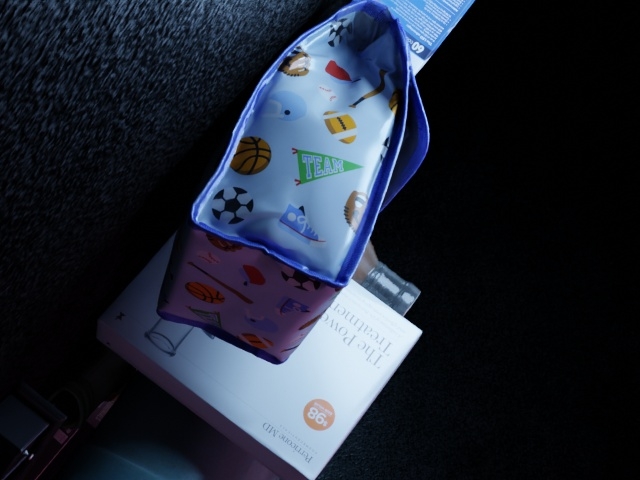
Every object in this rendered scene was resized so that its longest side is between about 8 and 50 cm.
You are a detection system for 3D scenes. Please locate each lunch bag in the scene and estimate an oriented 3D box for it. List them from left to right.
[{"bbox_3d":[-0.023,-0.078,1.614,0.328,0.239,0.385,126,-14,-62],"label":"lunch bag"}]

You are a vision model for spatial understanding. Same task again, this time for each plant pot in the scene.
[{"bbox_3d":[-0.192,0.317,1.958,0.334,0.341,0.341,-60,-178,-18],"label":"plant pot"}]

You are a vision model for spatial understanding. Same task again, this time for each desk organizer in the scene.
[{"bbox_3d":[-0.474,0.359,2.194,0.130,0.047,0.050,-51,-179,-22],"label":"desk organizer"}]

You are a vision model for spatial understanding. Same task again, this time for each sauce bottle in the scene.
[{"bbox_3d":[0.000,0.000,1.975,0.111,0.344,0.111,-54,179,-1],"label":"sauce bottle"}]

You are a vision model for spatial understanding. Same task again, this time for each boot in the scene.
[{"bbox_3d":[-0.356,0.231,1.989,0.165,0.077,0.213,-51,174,-36],"label":"boot"}]

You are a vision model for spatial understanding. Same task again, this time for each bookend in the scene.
[{"bbox_3d":[-0.398,0.272,1.516,0.157,0.072,0.156,-52,179,30],"label":"bookend"}]

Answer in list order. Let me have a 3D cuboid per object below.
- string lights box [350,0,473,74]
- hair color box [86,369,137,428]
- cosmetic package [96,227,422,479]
[{"bbox_3d":[0.149,-0.357,1.733,0.259,0.133,0.077,-51,180,28],"label":"string lights box"},{"bbox_3d":[-0.333,0.235,2.462,0.185,0.110,0.339,-50,-179,16],"label":"hair color box"},{"bbox_3d":[-0.088,0.136,1.846,0.284,0.377,0.097,-52,174,-23],"label":"cosmetic package"}]
